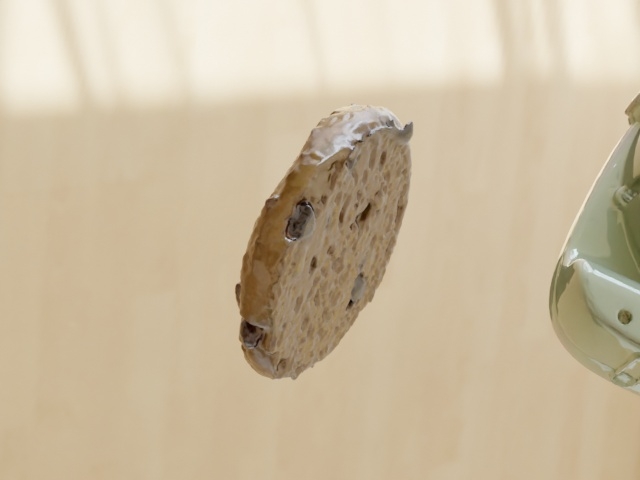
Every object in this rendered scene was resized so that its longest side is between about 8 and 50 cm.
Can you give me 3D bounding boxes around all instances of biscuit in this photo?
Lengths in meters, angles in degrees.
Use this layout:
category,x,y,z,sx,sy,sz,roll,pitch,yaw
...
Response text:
category,x,y,z,sx,sy,sz,roll,pitch,yaw
biscuit,-0.001,-0.001,1.978,0.296,0.075,0.296,-48,151,-37

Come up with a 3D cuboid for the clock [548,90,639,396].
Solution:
category,x,y,z,sx,sy,sz,roll,pitch,yaw
clock,0.329,-0.019,1.455,0.108,0.265,0.324,116,-3,-69
